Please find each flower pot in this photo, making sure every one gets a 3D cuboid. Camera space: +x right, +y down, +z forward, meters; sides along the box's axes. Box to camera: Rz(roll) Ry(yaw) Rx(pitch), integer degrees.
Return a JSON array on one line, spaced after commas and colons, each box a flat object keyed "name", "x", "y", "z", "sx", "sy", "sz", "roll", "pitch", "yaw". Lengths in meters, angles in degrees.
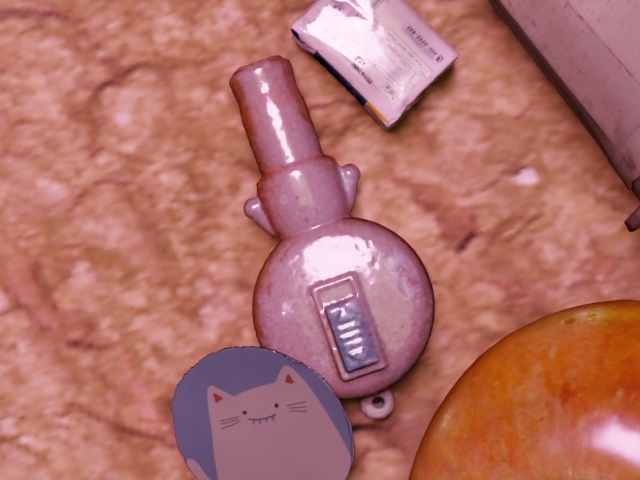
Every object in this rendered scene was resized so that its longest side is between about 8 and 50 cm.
[{"name": "flower pot", "x": 0.184, "y": -0.148, "z": 0.722, "sx": 0.212, "sy": 0.212, "sz": 0.203, "roll": -39, "pitch": 83, "yaw": 0}]

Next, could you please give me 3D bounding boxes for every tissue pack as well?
[{"name": "tissue pack", "x": 0.031, "y": -0.114, "z": 0.792, "sx": 0.083, "sy": 0.042, "sz": 0.062, "roll": 43, "pitch": 89, "yaw": -1}]

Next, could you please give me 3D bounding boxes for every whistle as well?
[{"name": "whistle", "x": 0.000, "y": 0.000, "z": 0.788, "sx": 0.107, "sy": 0.057, "sz": 0.220, "roll": -19, "pitch": 89, "yaw": 3}]

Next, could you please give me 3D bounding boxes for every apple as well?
[{"name": "apple", "x": 0.162, "y": 0.146, "z": 0.733, "sx": 0.236, "sy": 0.207, "sz": 0.237, "roll": 2, "pitch": 95, "yaw": 18}]

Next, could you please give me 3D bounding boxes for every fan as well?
[{"name": "fan", "x": -0.022, "y": 0.140, "z": 0.796, "sx": 0.113, "sy": 0.005, "sz": 0.175, "roll": -19, "pitch": 105, "yaw": 25}]
